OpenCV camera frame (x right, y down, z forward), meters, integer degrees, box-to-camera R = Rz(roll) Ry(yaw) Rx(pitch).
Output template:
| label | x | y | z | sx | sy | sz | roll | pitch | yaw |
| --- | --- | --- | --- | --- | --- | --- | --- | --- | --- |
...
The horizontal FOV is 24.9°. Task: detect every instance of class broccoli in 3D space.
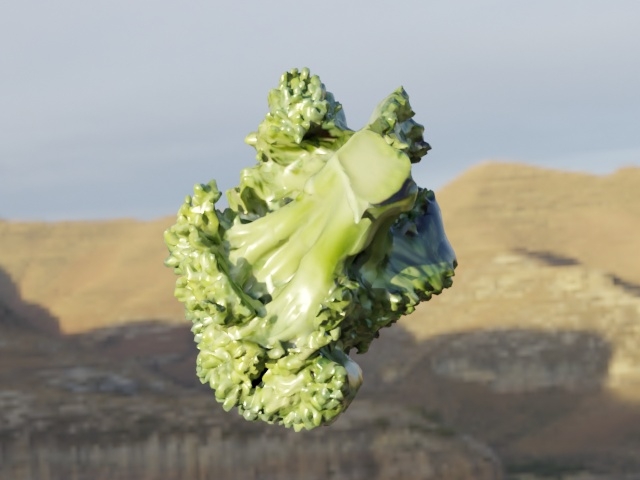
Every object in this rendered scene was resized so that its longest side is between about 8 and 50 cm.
| label | x | y | z | sx | sy | sz | roll | pitch | yaw |
| --- | --- | --- | --- | --- | --- | --- | --- | --- | --- |
| broccoli | -0.004 | -0.001 | 1.525 | 0.277 | 0.317 | 0.338 | 38 | 27 | 9 |
